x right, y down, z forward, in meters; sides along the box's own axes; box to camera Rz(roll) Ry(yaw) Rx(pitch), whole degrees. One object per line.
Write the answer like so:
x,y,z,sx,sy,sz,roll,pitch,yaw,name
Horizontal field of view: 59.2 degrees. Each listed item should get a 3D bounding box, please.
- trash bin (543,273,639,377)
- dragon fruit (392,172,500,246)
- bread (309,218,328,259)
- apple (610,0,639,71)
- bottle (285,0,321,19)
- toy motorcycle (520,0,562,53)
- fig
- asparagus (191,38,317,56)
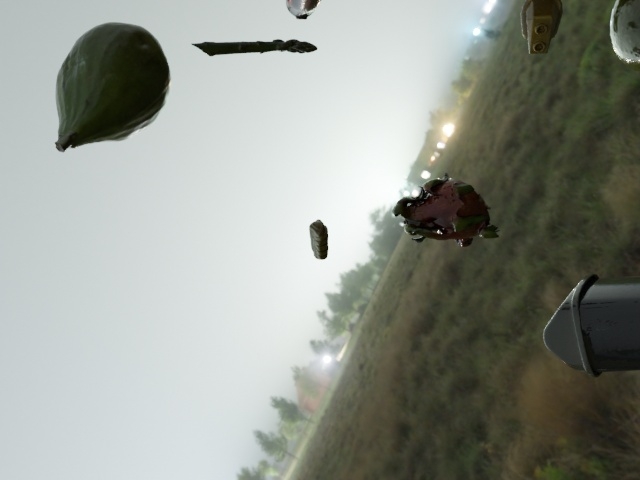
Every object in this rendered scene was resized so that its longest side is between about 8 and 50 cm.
0.599,0.156,1.085,0.209,0.290,0.183,-20,-83,-51,trash bin
0.217,-0.046,1.010,0.142,0.174,0.139,-107,3,-65,dragon fruit
0.000,0.000,1.118,0.033,0.049,0.088,-19,-53,-18,bread
0.476,-0.285,0.712,0.196,0.196,0.157,-36,-50,-78,apple
-0.018,-0.345,0.735,0.060,0.060,0.164,-63,6,-6,bottle
0.324,-0.381,0.814,0.130,0.093,0.229,-73,-19,-47,toy motorcycle
-0.466,-0.317,1.175,0.314,0.233,0.233,-37,-22,-37,fig
-0.124,-0.365,1.065,0.034,0.235,0.027,-103,11,-53,asparagus
